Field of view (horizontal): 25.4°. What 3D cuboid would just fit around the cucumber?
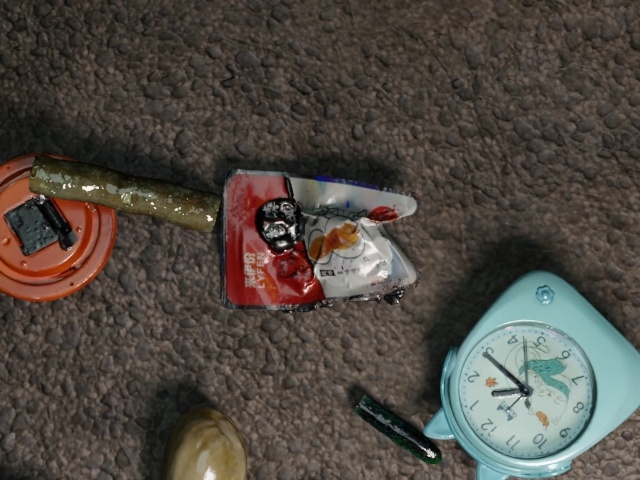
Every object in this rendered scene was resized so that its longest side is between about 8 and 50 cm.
[{"bbox_3d":[0.104,0.250,1.852,0.133,0.032,0.032,36,82,7],"label":"cucumber"}]

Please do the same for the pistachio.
[{"bbox_3d":[-0.154,0.305,1.814,0.126,0.108,0.185,6,85,27],"label":"pistachio"}]

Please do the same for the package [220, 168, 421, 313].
[{"bbox_3d":[0.000,0.000,1.896,0.270,0.071,0.194,-2,75,15],"label":"package"}]

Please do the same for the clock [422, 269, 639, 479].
[{"bbox_3d":[0.265,0.192,1.829,0.274,0.094,0.223,-42,79,-4],"label":"clock"}]

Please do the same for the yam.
[{"bbox_3d":[-0.261,-0.063,1.890,0.253,0.061,0.061,13,78,-11],"label":"yam"}]

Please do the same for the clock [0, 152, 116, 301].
[{"bbox_3d":[-0.378,-0.019,1.917,0.205,0.051,0.205,-1,77,3],"label":"clock"}]
